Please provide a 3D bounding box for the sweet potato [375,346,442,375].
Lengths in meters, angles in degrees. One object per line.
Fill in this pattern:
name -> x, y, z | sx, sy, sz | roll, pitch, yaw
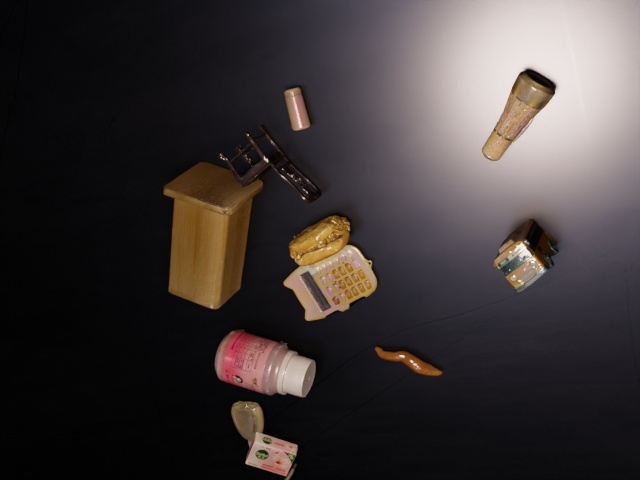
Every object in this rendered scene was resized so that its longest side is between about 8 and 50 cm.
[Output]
sweet potato -> 0.218, 0.299, 1.899 | 0.179, 0.044, 0.044 | 19, 115, 13

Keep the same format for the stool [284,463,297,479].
stool -> -0.037, 0.813, 2.118 | 0.244, 0.170, 0.269 | 27, 116, 10

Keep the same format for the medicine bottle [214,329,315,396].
medicine bottle -> -0.143, 0.329, 1.995 | 0.247, 0.147, 0.147 | 14, 114, 17

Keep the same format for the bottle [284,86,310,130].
bottle -> -0.056, -0.307, 1.778 | 0.045, 0.045, 0.096 | -9, 104, 24

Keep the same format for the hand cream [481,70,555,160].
hand cream -> 0.404, -0.252, 1.599 | 0.084, 0.084, 0.203 | 33, 123, 7

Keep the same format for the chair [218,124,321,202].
chair -> -0.117, -0.156, 1.824 | 0.113, 0.106, 0.229 | -38, 91, 28

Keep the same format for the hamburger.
hamburger -> 0.000, 0.000, 1.817 | 0.147, 0.138, 0.083 | -25, 104, 25

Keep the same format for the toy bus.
toy bus -> 0.438, 0.028, 1.628 | 0.103, 0.182, 0.091 | 48, 119, 2

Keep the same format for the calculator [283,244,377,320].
calculator -> 0.032, 0.102, 1.904 | 0.236, 0.033, 0.157 | -28, 97, 25

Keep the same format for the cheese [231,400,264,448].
cheese -> -0.194, 0.547, 2.156 | 0.097, 0.037, 0.192 | -3, 109, 23

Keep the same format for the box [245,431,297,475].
box -> -0.137, 0.597, 2.128 | 0.125, 0.043, 0.089 | 18, 116, -6

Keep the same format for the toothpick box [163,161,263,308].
toothpick box -> -0.277, -0.006, 1.910 | 0.188, 0.190, 0.308 | 18, 120, 15
